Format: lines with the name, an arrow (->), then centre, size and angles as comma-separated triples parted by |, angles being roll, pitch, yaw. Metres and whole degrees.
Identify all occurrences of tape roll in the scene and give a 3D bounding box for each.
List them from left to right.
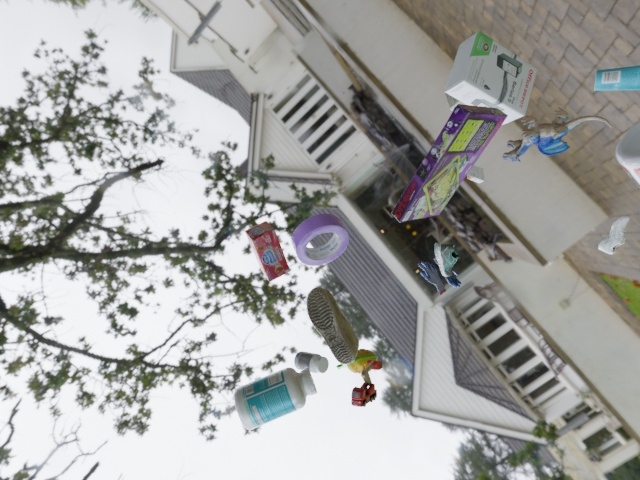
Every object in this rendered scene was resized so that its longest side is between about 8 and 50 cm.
tape roll -> 0.000, 0.000, 2.175 | 0.275, 0.275, 0.090 | 34, -159, -46

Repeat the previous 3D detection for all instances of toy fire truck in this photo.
toy fire truck -> 0.171, 0.520, 1.616 | 0.192, 0.047, 0.135 | 5, -97, -59

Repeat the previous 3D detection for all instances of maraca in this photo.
maraca -> 0.152, 0.498, 1.805 | 0.185, 0.127, 0.099 | 1, -126, -33

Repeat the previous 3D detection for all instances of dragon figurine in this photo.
dragon figurine -> 0.674, -0.306, 1.283 | 0.144, 0.289, 0.085 | 30, -121, -52

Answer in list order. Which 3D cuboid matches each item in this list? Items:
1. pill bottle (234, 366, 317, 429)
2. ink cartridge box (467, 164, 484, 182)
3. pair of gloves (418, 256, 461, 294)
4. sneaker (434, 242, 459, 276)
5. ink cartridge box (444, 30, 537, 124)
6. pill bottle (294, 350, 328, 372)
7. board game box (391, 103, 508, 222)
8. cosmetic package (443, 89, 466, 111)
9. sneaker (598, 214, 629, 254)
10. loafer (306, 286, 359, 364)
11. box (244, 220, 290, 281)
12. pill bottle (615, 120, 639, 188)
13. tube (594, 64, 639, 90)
pill bottle -> -0.149, 0.528, 1.503 | 0.146, 0.264, 0.146 | 159, 90, -87
ink cartridge box -> 0.652, -0.292, 1.892 | 0.115, 0.029, 0.063 | 13, -112, -27
pair of gloves -> 0.495, 0.141, 1.815 | 0.198, 0.023, 0.159 | -14, -117, -40
sneaker -> 0.460, 0.071, 1.575 | 0.166, 0.076, 0.065 | 58, -146, -41
ink cartridge box -> 0.634, -0.594, 1.630 | 0.289, 0.211, 0.121 | 21, 171, -17
pill bottle -> -0.037, 0.504, 1.818 | 0.078, 0.137, 0.078 | 3, -95, -46
board game box -> 0.348, -0.203, 1.206 | 0.208, 0.347, 0.056 | -7, -133, -40
cosmetic package -> 0.748, -0.730, 2.072 | 0.129, 0.296, 0.153 | 23, -132, -31
sneaker -> 1.077, -0.018, 1.593 | 0.053, 0.152, 0.061 | 7, -154, -28
loafer -> 0.043, 0.273, 1.450 | 0.092, 0.102, 0.268 | -22, -94, -60
box -> -0.256, 0.053, 2.140 | 0.128, 0.122, 0.257 | 43, 155, 55
pill bottle -> 0.988, -0.164, 1.174 | 0.363, 0.210, 0.210 | 41, -165, -16
tube -> 0.829, -0.420, 1.138 | 0.052, 0.207, 0.080 | -49, -44, -44
